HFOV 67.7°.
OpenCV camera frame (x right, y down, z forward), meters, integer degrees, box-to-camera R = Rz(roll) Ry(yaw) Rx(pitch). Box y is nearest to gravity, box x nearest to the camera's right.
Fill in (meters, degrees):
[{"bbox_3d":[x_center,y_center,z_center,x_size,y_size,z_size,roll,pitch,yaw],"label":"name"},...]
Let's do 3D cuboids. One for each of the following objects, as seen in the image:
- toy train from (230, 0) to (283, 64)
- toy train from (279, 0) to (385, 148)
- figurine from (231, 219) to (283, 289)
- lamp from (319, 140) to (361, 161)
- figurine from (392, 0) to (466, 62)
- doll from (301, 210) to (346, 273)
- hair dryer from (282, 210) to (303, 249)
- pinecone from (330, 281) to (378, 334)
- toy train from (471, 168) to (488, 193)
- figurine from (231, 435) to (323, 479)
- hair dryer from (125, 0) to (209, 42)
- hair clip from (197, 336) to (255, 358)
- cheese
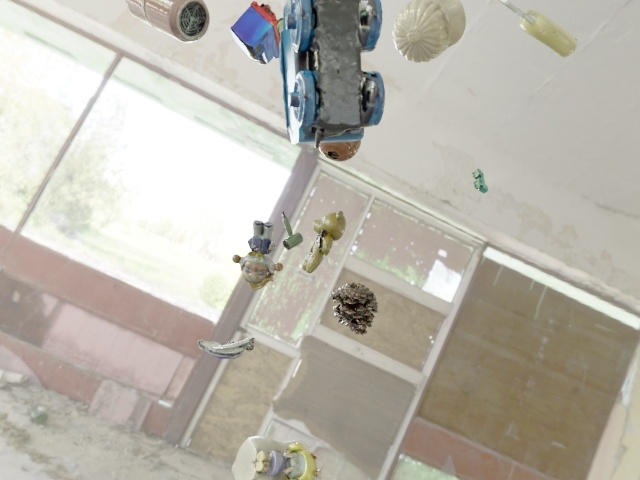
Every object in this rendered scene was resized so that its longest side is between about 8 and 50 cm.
[{"bbox_3d":[-0.152,-0.529,1.245,0.083,0.131,0.204,42,0,3],"label":"toy train"},{"bbox_3d":[0.013,-0.337,0.963,0.188,0.300,0.265,-5,9,-13],"label":"toy train"},{"bbox_3d":[-0.253,0.052,1.889,0.194,0.274,0.133,-11,16,5],"label":"figurine"},{"bbox_3d":[0.056,-0.304,1.439,0.136,0.136,0.136,25,-7,3],"label":"lamp"},{"bbox_3d":[0.317,-0.654,1.508,0.185,0.204,0.332,46,9,-10],"label":"figurine"},{"bbox_3d":[0.000,0.000,1.443,0.097,0.209,0.137,33,-8,-4],"label":"doll"},{"bbox_3d":[-0.119,-0.044,1.802,0.047,0.071,0.150,9,-57,49],"label":"hair dryer"},{"bbox_3d":[0.136,0.274,1.915,0.179,0.204,0.184,-18,35,-37],"label":"pinecone"},{"bbox_3d":[0.501,-0.189,1.494,0.045,0.092,0.029,28,-45,-19],"label":"toy train"},{"bbox_3d":[-0.062,0.509,1.069,0.236,0.155,0.127,19,40,-28],"label":"figurine"},{"bbox_3d":[-0.274,-0.618,1.059,0.189,0.344,0.107,34,2,27],"label":"hair dryer"},{"bbox_3d":[-0.287,0.331,1.488,0.172,0.049,0.116,0,6,-35],"label":"hair clip"},{"bbox_3d":[0.495,-0.510,1.111,0.255,0.050,0.127,11,38,-35],"label":"cheese"}]
